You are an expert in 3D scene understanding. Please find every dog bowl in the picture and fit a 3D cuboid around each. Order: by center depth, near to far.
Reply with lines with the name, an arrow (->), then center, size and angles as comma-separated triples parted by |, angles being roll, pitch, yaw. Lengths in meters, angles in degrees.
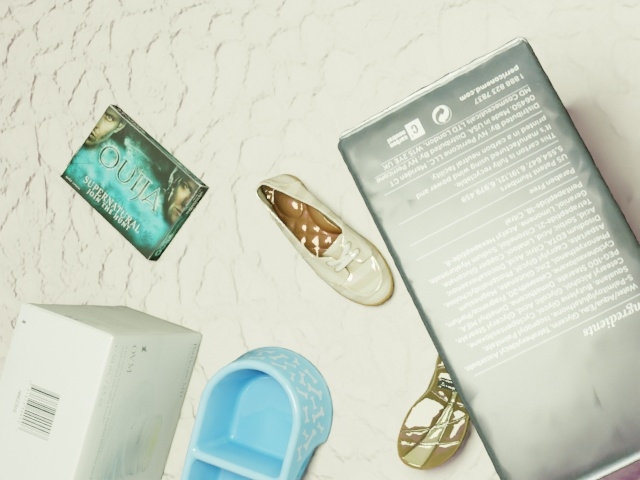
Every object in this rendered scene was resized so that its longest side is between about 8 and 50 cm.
dog bowl -> -0.091, 0.278, 1.430 | 0.166, 0.074, 0.297 | 15, 91, 23

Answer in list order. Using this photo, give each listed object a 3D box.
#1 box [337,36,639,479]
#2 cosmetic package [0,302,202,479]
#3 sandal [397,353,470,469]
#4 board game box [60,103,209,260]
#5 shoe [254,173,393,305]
box -> 0.222, 0.043, 1.184 | 0.212, 0.293, 0.395 | -29, 75, 11
cosmetic package -> -0.279, 0.202, 1.433 | 0.138, 0.225, 0.224 | 17, 93, 21
sandal -> 0.149, 0.185, 1.353 | 0.072, 0.049, 0.180 | 20, 79, 17
board game box -> -0.250, -0.078, 1.549 | 0.186, 0.026, 0.126 | 41, 102, 20
shoe -> 0.000, 0.000, 1.419 | 0.219, 0.058, 0.076 | 44, 103, 20
